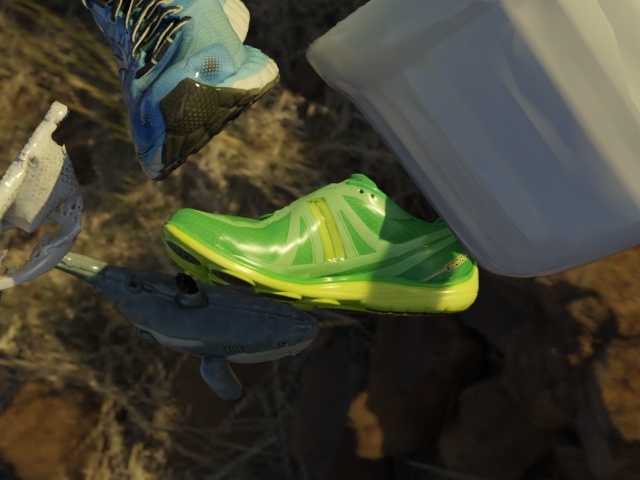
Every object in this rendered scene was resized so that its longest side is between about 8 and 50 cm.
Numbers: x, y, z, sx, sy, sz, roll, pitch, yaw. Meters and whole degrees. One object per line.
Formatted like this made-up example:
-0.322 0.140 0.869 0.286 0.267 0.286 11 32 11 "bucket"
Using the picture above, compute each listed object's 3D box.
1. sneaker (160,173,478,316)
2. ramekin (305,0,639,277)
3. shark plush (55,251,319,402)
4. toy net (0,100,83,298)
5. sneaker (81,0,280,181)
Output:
0.000 0.000 1.245 0.109 0.296 0.123 156 119 -70 "sneaker"
0.143 -0.101 0.599 0.277 0.277 0.135 -27 98 42 "ramekin"
-0.082 0.030 0.835 0.073 0.161 0.067 -62 11 -27 "shark plush"
-0.156 0.051 0.557 0.232 0.045 0.122 -56 11 -3 "toy net"
-0.065 -0.078 0.523 0.063 0.073 0.162 -40 25 7 "sneaker"
